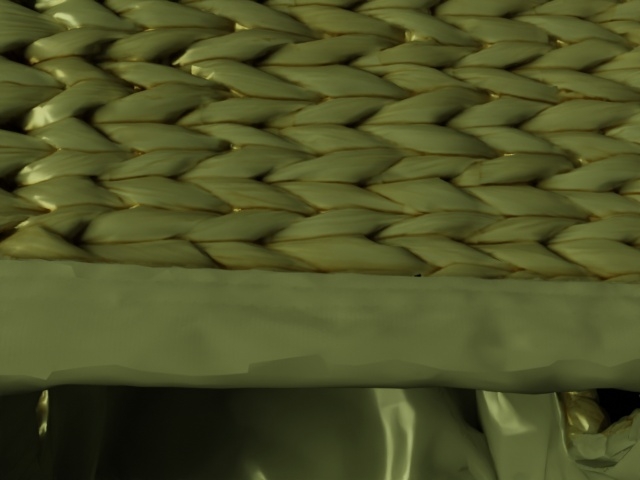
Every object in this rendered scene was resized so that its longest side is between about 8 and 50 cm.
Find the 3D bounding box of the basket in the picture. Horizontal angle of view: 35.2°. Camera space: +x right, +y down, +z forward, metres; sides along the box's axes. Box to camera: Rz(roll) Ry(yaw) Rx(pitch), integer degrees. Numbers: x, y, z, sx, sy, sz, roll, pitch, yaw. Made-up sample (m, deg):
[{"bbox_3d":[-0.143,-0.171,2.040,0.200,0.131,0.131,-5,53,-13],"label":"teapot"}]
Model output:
[{"bbox_3d":[0.000,0.000,0.515,0.328,0.331,0.267,108,160,-63],"label":"basket"}]
